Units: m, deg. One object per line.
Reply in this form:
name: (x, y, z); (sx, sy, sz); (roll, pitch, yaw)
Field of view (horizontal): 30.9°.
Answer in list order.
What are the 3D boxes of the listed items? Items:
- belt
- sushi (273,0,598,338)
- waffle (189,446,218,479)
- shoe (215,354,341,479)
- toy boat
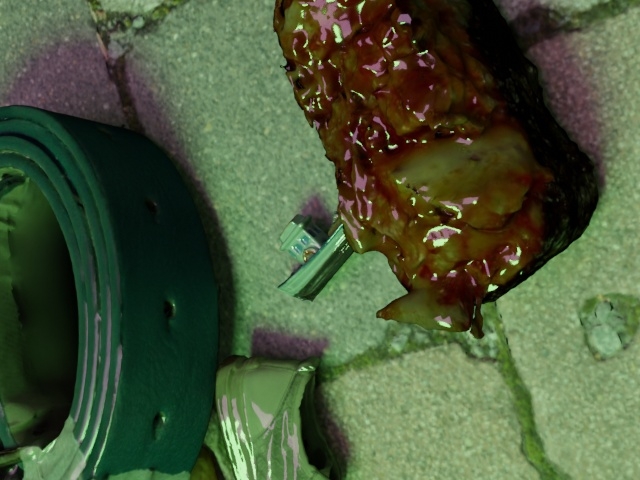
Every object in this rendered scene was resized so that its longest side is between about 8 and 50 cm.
belt: (-0.256, 0.088, 1.131); (0.300, 0.173, 0.436); (-11, 82, 35)
sushi: (0.080, -0.085, 0.938); (0.196, 0.182, 0.343); (-34, 75, 36)
waffle: (-0.218, 0.405, 1.196); (0.348, 0.077, 0.304); (-32, 63, 27)
shoe: (-0.025, 0.238, 1.088); (0.098, 0.103, 0.275); (-11, 92, 18)
toy boat: (0.000, 0.000, 1.062); (0.066, 0.059, 0.140); (40, 120, 3)
